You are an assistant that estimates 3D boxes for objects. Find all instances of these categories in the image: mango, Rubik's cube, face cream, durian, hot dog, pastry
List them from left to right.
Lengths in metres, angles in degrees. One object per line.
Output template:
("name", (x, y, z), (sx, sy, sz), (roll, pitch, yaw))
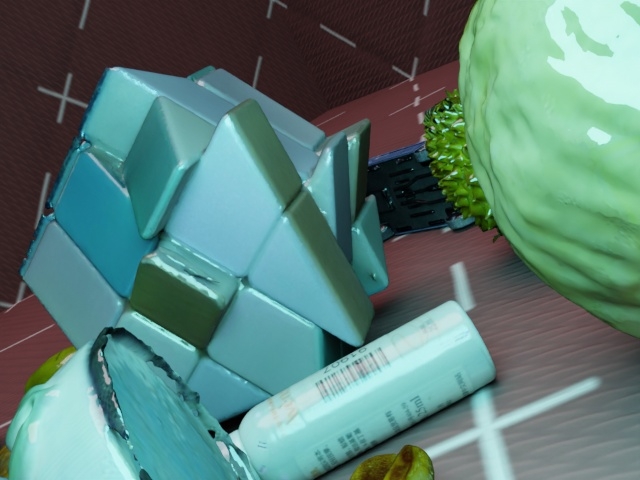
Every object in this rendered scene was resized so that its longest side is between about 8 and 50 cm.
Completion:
("mango", (-0.381, 0.206, 1.467), (0.163, 0.089, 0.117), (-15, 17, 49))
("Rubik's cube", (-0.111, 0.017, 1.045), (0.387, 0.368, 0.358), (-60, -2, 24))
("face cream", (0.017, 0.148, 0.830), (0.269, 0.082, 0.082), (-28, 12, -2))
("hot dog", (0.032, 0.201, 0.633), (0.072, 0.055, 0.188), (-24, 12, 33))
("durian", (0.254, -0.105, 1.046), (0.258, 0.258, 0.293), (-16, 7, 45))
("pastry", (0.276, -0.118, 0.651), (0.388, 0.388, 0.313), (-28, 49, -1))

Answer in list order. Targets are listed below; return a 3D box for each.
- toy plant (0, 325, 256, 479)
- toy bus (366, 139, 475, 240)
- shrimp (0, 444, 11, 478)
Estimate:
("toy plant", (-0.214, 0.243, 0.675), (0.332, 0.247, 0.247), (-35, 12, 0))
("toy bus", (0.152, -0.087, 1.422), (0.133, 0.125, 0.292), (-35, 12, -31))
("shrimp", (-0.326, 0.270, 1.165), (0.152, 0.063, 0.287), (-18, 9, -8))
